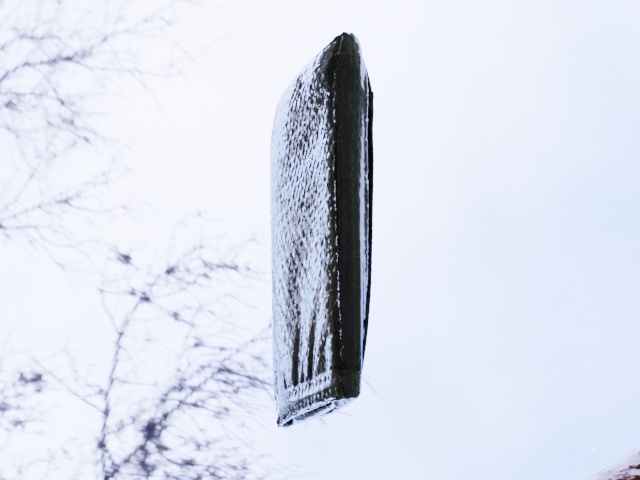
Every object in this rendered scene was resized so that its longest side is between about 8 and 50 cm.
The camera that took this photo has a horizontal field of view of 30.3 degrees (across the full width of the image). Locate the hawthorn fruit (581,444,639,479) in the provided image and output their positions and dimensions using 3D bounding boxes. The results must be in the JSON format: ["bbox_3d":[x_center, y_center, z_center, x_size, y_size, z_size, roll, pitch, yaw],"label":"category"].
[{"bbox_3d":[0.282,0.296,0.884,0.254,0.300,0.254,1,-67,1],"label":"hawthorn fruit"}]

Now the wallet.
[{"bbox_3d":[0.003,0.000,0.790,0.055,0.160,0.236,2,-105,-13],"label":"wallet"}]
